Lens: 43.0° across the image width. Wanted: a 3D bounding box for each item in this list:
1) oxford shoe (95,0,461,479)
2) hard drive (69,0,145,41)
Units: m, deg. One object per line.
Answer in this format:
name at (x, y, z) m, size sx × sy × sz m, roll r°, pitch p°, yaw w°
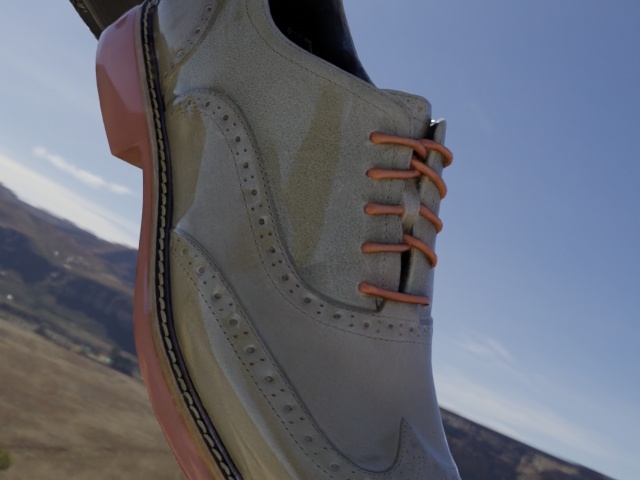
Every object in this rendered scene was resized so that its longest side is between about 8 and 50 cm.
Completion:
oxford shoe at (0.000, 0.000, 0.389) m, size 0.140 × 0.146 × 0.397 m, roll 16°, pitch 45°, yaw -55°
hard drive at (-0.120, -0.211, 0.751) m, size 0.054 × 0.172 × 0.254 m, roll 52°, pitch -3°, yaw 42°
